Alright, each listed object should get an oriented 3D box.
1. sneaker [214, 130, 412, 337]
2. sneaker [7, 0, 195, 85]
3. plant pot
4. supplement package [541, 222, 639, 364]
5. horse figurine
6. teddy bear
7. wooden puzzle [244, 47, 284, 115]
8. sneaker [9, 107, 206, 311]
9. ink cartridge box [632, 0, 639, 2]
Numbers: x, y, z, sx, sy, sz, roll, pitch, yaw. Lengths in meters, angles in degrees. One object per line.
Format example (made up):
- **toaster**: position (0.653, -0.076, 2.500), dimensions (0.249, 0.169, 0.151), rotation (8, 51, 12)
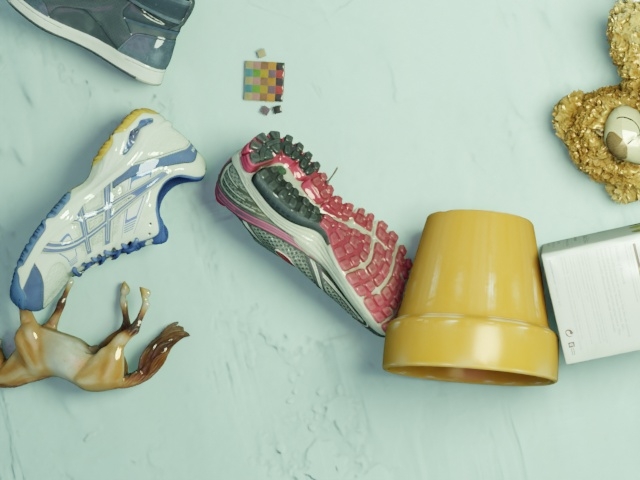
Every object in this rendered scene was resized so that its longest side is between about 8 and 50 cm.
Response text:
- **sneaker**: position (0.000, 0.000, 1.814), dimensions (0.299, 0.121, 0.112), rotation (48, 135, -5)
- **sneaker**: position (-0.264, -0.314, 1.827), dimensions (0.226, 0.086, 0.163), rotation (27, 109, -3)
- **plant pot**: position (0.182, 0.067, 1.746), dimensions (0.205, 0.205, 0.188), rotation (3, 80, 9)
- **supplement package**: position (0.391, 0.047, 1.727), dimensions (0.244, 0.139, 0.134), rotation (-13, 93, 9)
- **horse figurine**: position (-0.306, 0.127, 1.889), dimensions (0.263, 0.066, 0.174), rotation (14, 89, 11)
- **teddy bear**: position (0.431, -0.182, 1.695), dimensions (0.338, 0.113, 0.245), rotation (-22, 117, 6)
- **wooden puzzle**: position (-0.070, -0.198, 1.851), dimensions (0.049, 0.006, 0.083), rotation (4, 95, 9)
- **sneaker**: position (-0.260, -0.017, 1.829), dimensions (0.131, 0.112, 0.296), rotation (38, 88, -1)
- **ink cartridge box**: position (0.486, -0.396, 1.714), dimensions (0.332, 0.065, 0.165), rotation (-25, 90, 12)
